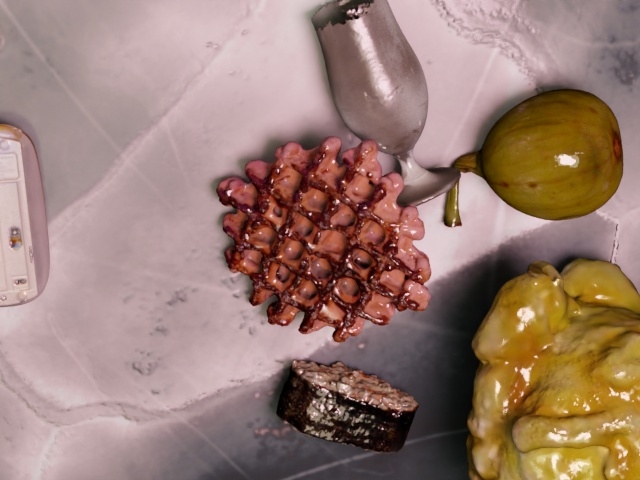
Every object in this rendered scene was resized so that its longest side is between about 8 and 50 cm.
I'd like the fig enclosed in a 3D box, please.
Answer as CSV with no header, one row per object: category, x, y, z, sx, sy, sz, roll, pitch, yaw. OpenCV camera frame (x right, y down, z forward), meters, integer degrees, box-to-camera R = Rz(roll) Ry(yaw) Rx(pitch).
fig,0.229,-0.090,1.510,0.142,0.186,0.148,-49,137,-35

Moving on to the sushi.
sushi,0.031,0.183,1.577,0.150,0.090,0.078,18,100,-10

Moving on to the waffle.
waffle,0.000,0.000,1.494,0.234,0.055,0.221,-15,106,28

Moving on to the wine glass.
wine glass,0.063,-0.144,1.476,0.103,0.103,0.222,-22,108,0

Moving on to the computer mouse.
computer mouse,-0.340,-0.026,1.492,0.102,0.045,0.199,-6,107,-6

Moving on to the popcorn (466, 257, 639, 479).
popcorn,0.292,0.196,1.511,0.279,0.274,0.335,32,134,25
